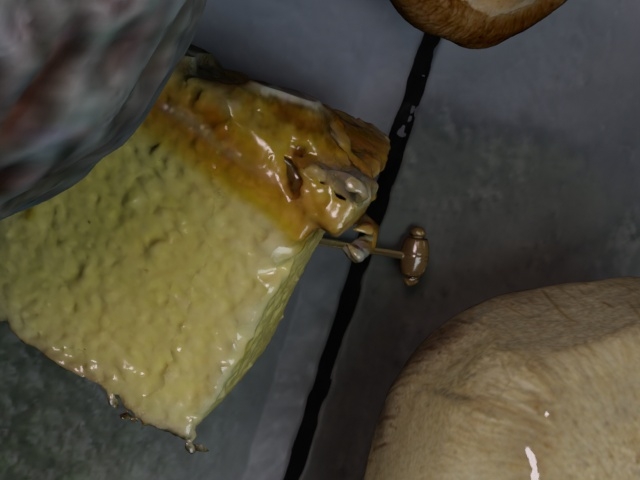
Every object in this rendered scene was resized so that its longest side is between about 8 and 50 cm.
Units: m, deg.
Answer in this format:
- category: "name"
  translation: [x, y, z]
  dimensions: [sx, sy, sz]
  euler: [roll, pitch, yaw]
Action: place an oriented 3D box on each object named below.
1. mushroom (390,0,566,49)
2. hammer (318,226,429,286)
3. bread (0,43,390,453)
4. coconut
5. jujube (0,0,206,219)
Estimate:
- category: "mushroom"
  translation: [0.074, -0.142, 0.783]
  dimensions: [0.127, 0.087, 0.127]
  euler: [-18, 125, -27]
- category: "hammer"
  translation: [0.000, 0.000, 0.872]
  dimensions: [0.123, 0.014, 0.029]
  euler: [10, 90, -33]
- category: "bread"
  translation: [-0.058, -0.012, 0.793]
  dimensions: [0.152, 0.127, 0.147]
  euler: [30, 106, -1]
- category: "coconut"
  translation: [0.118, 0.118, 0.908]
  dimensions: [0.224, 0.224, 0.224]
  euler: [-15, 124, -24]
- category: "jujube"
  translation: [-0.116, -0.156, 0.583]
  dimensions: [0.226, 0.226, 0.317]
  euler: [7, 119, -34]
